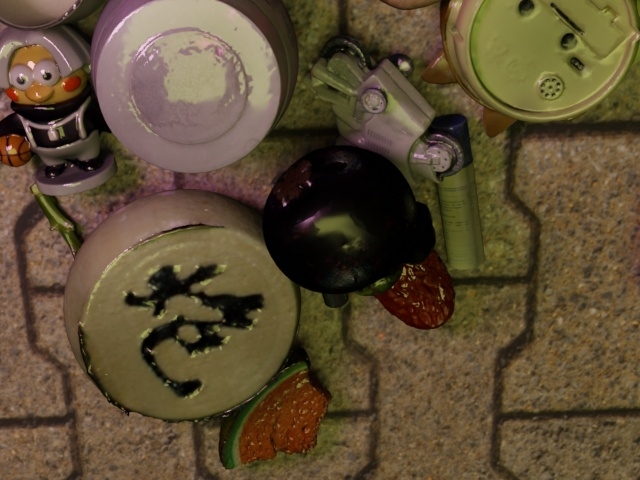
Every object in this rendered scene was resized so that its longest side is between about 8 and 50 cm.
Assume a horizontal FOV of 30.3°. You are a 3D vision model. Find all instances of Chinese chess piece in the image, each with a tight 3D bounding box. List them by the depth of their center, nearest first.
[{"bbox_3d":[-0.199,0.098,1.737,0.349,0.146,0.349,-7,116,-15],"label":"Chinese chess piece"}]

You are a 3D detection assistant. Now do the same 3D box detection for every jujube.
[{"bbox_3d":[0.135,0.060,1.793,0.112,0.109,0.176,-12,131,44],"label":"jujube"}]

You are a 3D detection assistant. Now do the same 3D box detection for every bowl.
[{"bbox_3d":[-0.347,-0.372,1.543,0.211,0.112,0.211,1,92,22],"label":"bowl"}]

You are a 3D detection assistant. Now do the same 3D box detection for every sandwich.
[{"bbox_3d":[-0.072,0.263,1.900,0.159,0.079,0.235,9,119,-17],"label":"sandwich"}]

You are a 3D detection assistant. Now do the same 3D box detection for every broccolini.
[{"bbox_3d":[-0.379,0.009,1.776,0.058,0.067,0.216,-33,110,-2],"label":"broccolini"}]

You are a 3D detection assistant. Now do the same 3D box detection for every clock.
[{"bbox_3d":[0.309,-0.293,1.611,0.286,0.117,0.348,37,112,-19],"label":"clock"}]

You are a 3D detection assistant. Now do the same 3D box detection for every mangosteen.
[{"bbox_3d":[0.036,-0.020,1.620,0.243,0.243,0.243,-1,115,-1],"label":"mangosteen"}]

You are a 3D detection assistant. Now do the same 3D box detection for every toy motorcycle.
[{"bbox_3d":[0.078,-0.166,1.680,0.260,0.110,0.171,43,132,-8],"label":"toy motorcycle"}]

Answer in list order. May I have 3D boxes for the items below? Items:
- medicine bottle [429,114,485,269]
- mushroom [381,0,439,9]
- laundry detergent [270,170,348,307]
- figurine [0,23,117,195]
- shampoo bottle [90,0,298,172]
[{"bbox_3d":[0.203,-0.070,1.753,0.059,0.059,0.230,-9,115,3],"label":"medicine bottle"},{"bbox_3d":[0.116,-0.388,1.552,0.166,0.127,0.166,2,97,17],"label":"mushroom"},{"bbox_3d":[0.000,0.000,1.775,0.099,0.070,0.225,-15,114,2],"label":"laundry detergent"},{"bbox_3d":[-0.381,-0.190,1.643,0.176,0.133,0.236,-9,119,0],"label":"figurine"},{"bbox_3d":[-0.165,-0.233,1.553,0.273,0.266,0.273,0,115,0],"label":"shampoo bottle"}]
